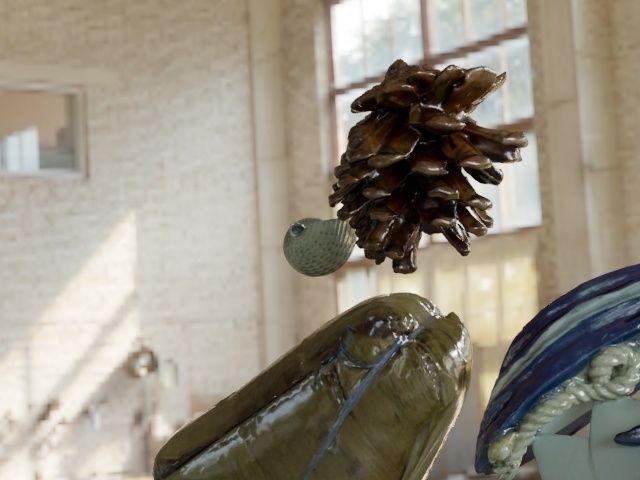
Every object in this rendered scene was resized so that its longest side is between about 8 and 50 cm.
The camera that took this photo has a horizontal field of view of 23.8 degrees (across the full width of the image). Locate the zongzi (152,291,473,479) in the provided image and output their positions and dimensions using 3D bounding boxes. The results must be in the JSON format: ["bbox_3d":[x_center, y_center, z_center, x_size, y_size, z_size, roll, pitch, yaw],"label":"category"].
[{"bbox_3d":[0.067,0.273,1.543,0.356,0.393,0.174,-40,-8,21],"label":"zongzi"}]

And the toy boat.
[{"bbox_3d":[0.234,0.126,0.973,0.291,0.210,0.070,37,-3,44],"label":"toy boat"}]

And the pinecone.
[{"bbox_3d":[0.089,-0.067,1.302,0.150,0.195,0.179,25,0,9],"label":"pinecone"}]

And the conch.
[{"bbox_3d":[0.002,0.004,1.392,0.076,0.056,0.085,-18,2,12],"label":"conch"}]
